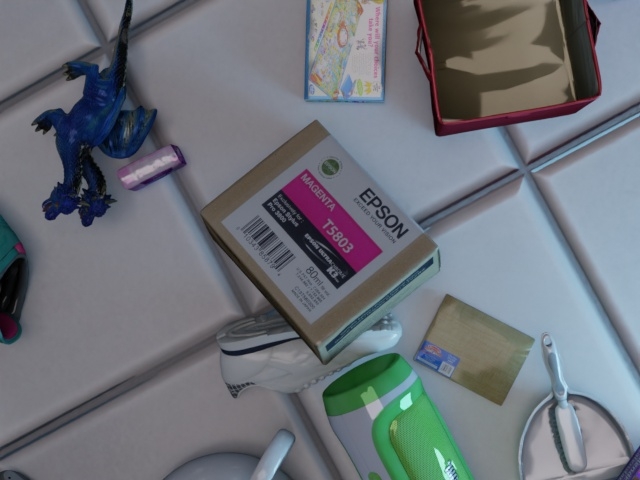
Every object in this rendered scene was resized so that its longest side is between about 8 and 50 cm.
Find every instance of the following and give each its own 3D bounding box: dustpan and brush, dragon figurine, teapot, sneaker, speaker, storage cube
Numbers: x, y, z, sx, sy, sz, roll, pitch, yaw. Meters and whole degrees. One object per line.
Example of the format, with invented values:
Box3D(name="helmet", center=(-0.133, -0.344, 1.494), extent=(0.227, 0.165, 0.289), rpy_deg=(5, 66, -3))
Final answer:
Box3D(name="dustpan and brush", center=(0.304, 0.215, 1.559), extent=(0.147, 0.060, 0.211), rpy_deg=(-14, 90, 4))
Box3D(name="dragon figurine", center=(-0.266, -0.155, 1.557), extent=(0.144, 0.085, 0.289), rpy_deg=(36, 94, 32))
Box3D(name="teapot", center=(-0.119, 0.383, 1.529), extent=(0.252, 0.187, 0.256), rpy_deg=(-16, 88, 4))
Box3D(name="sneaker", center=(-0.475, 0.093, 1.589), extent=(0.178, 0.124, 0.296), rpy_deg=(36, 92, 13))
Box3D(name="speaker", center=(0.118, 0.292, 1.528), extent=(0.131, 0.131, 0.297), rpy_deg=(-28, 96, 4))
Box3D(name="sneaker", center=(-0.011, 0.140, 1.580), extent=(0.235, 0.090, 0.095), rpy_deg=(-7, 108, 5))
Box3D(name="storage cube", center=(0.219, -0.233, 1.497), extent=(0.214, 0.193, 0.184), rpy_deg=(-10, 90, 3))

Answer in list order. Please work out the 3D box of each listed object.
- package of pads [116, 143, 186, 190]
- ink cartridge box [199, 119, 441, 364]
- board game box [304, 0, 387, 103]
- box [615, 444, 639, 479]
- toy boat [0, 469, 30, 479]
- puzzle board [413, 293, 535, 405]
Box3D(name="package of pads", center=(-0.216, -0.093, 1.599), extent=(0.083, 0.050, 0.032), rpy_deg=(-26, 89, 4))
Box3D(name="ink cartridge box", center=(0.000, 0.000, 1.521), extent=(0.193, 0.088, 0.235), rpy_deg=(-40, 71, -9))
Box3D(name="board game box", center=(0.033, -0.254, 1.593), extent=(0.103, 0.026, 0.154), rpy_deg=(2, 90, 4))
Box3D(name="box", center=(0.482, 0.389, 1.540), extent=(0.293, 0.057, 0.201), rpy_deg=(34, 92, -2))
Box3D(name="toy boat", center=(-0.374, 0.457, 1.582), extent=(0.267, 0.148, 0.318), rpy_deg=(-12, 97, 9))
Box3D(name="puzzle board", center=(0.196, 0.139, 1.592), extent=(0.128, 0.011, 0.096), rpy_deg=(27, 93, 4))
